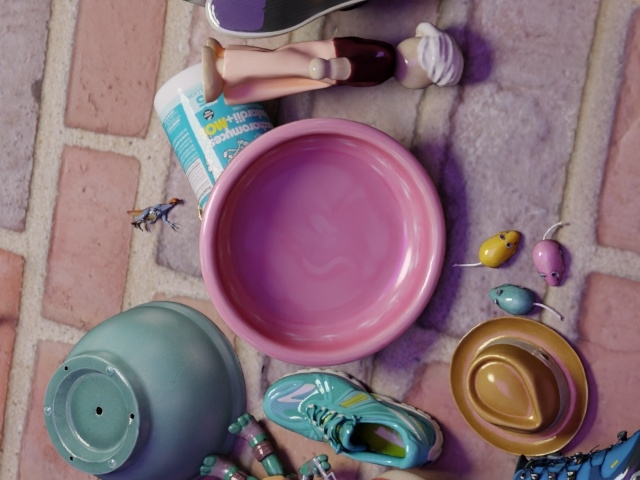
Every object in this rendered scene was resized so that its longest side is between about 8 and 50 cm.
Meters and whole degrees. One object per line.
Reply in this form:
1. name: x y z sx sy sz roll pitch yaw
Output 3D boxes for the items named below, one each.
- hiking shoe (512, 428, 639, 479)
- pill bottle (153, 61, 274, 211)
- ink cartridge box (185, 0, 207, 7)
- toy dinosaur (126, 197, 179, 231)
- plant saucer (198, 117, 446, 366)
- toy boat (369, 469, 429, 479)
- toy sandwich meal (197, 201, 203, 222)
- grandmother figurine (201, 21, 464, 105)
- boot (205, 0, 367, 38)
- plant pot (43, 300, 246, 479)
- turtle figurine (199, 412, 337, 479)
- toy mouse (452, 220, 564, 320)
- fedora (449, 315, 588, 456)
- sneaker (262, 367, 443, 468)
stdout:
1. hiking shoe: 0.309 0.314 1.296 0.132 0.113 0.304 49 111 16
2. pill bottle: -0.125 -0.118 1.474 0.146 0.146 0.264 -31 79 24
3. ink cartridge box: -0.096 -0.415 1.368 0.211 0.289 0.122 -43 71 21
4. toy dinosaur: -0.261 -0.049 1.605 0.082 0.047 0.090 -42 63 3
5. plant saucer: 0.000 0.000 1.378 0.332 0.084 0.332 -2 99 -12
6. toy boat: 0.119 0.424 1.356 0.231 0.151 0.151 54 156 15
7. toy sandwich meal: -0.159 -0.051 1.558 0.085 0.029 0.086 1 93 26
8. grandmother figurine: 0.020 -0.235 1.370 0.342 0.208 0.104 -2 120 1
9. boot: -0.033 -0.325 1.384 0.244 0.176 0.088 -15 99 -2
10. plant pot: -0.288 0.245 1.544 0.293 0.196 0.293 1 93 27
11. turtle figurine: -0.064 0.368 1.479 0.175 0.118 0.234 -43 56 -13
12. toy mouse: 0.270 0.049 1.348 0.161 0.031 0.143 -38 76 23
13. fedora: 0.250 0.195 1.339 0.194 0.079 0.194 2 94 26
14. sneaker: 0.036 0.250 1.431 0.275 0.110 0.107 12 98 26
